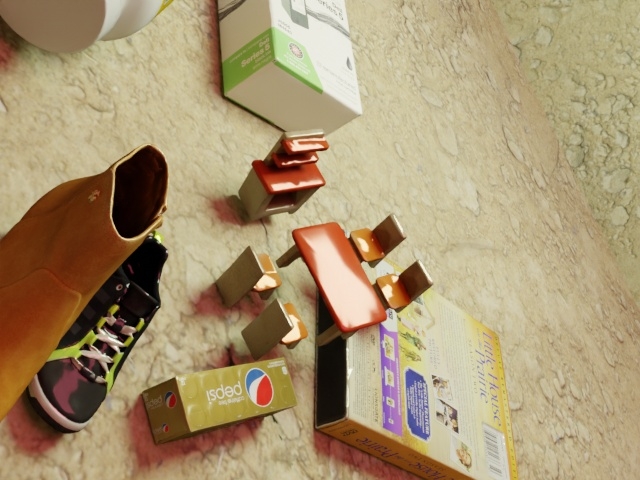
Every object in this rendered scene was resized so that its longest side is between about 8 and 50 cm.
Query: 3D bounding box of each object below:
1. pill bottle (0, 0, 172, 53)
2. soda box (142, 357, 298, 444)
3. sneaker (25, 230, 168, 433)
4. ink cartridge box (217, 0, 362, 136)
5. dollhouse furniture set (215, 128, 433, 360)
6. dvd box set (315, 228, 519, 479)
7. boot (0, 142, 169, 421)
[{"bbox_3d":[-0.247,-0.358,0.992,0.188,0.188,0.334,49,36,-20],"label":"pill bottle"},{"bbox_3d":[-0.108,0.177,0.923,0.181,0.058,0.061,0,68,-53],"label":"soda box"},{"bbox_3d":[-0.213,0.075,0.816,0.084,0.097,0.234,41,39,-29],"label":"sneaker"},{"bbox_3d":[-0.052,-0.319,1.295,0.198,0.115,0.272,24,49,-44],"label":"ink cartridge box"},{"bbox_3d":[0.000,0.000,1.069,0.262,0.135,0.259,-13,67,-41],"label":"dollhouse furniture set"},{"bbox_3d":[0.154,0.204,1.259,0.420,0.062,0.307,33,43,-37],"label":"dvd box set"},{"bbox_3d":[-0.238,0.043,0.700,0.104,0.211,0.295,42,39,-27],"label":"boot"}]
